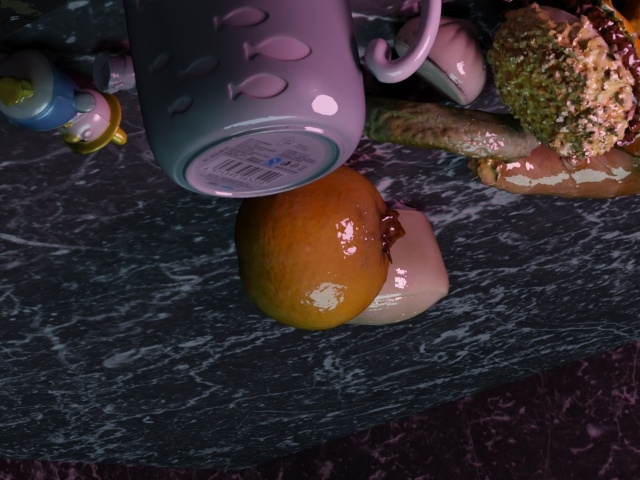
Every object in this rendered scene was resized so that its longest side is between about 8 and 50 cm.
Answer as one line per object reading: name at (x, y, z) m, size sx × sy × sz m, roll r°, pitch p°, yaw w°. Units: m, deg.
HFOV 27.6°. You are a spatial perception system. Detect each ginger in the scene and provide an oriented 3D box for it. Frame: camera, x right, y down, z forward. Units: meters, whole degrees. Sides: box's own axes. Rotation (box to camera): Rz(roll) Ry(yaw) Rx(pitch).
ginger at (0.440, -0.147, 2.169) m, size 0.375 × 0.166 × 0.236 m, roll 7°, pitch -167°, yaw 10°

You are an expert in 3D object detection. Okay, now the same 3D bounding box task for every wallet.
wallet at (-0.372, -0.267, 1.520) m, size 0.156 × 0.018 × 0.082 m, roll -20°, pitch 158°, yaw 24°

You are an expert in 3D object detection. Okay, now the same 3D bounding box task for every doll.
doll at (-0.335, -0.175, 1.678) m, size 0.135 × 0.099 × 0.241 m, roll -23°, pitch 155°, yaw 19°

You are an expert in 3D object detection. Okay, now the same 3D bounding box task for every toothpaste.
toothpaste at (-0.181, -0.219, 1.705) m, size 0.234 × 0.057 × 0.089 m, roll -4°, pitch 162°, yaw -35°

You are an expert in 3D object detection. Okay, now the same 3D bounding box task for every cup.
cup at (-0.036, -0.217, 1.446) m, size 0.356 × 0.275 × 0.259 m, roll -14°, pitch 161°, yaw 12°

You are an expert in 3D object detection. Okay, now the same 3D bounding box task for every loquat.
loquat at (0.000, 0.000, 2.092) m, size 0.274 × 0.275 × 0.275 m, roll -9°, pitch 160°, yaw -3°

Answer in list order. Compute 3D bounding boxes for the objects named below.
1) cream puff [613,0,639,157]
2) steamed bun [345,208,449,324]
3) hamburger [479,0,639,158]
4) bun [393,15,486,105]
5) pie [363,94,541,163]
cream puff at (0.479, -0.229, 1.787) m, size 0.244 × 0.196 × 0.244 m, roll -11°, pitch 160°, yaw -4°
steamed bun at (0.102, 0.046, 2.347) m, size 0.250 × 0.200 × 0.155 m, roll -11°, pitch 160°, yaw -7°
hamburger at (0.307, -0.214, 1.666) m, size 0.138 × 0.243 × 0.261 m, roll -35°, pitch -170°, yaw -22°
bun at (0.170, -0.249, 1.714) m, size 0.094 × 0.138 × 0.138 m, roll -47°, pitch 159°, yaw -4°
pie at (0.176, -0.158, 1.844) m, size 0.276 × 0.079 × 0.277 m, roll 6°, pitch -174°, yaw -1°
